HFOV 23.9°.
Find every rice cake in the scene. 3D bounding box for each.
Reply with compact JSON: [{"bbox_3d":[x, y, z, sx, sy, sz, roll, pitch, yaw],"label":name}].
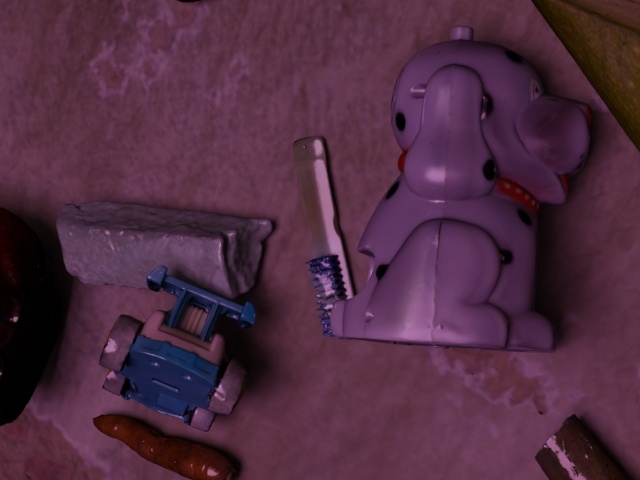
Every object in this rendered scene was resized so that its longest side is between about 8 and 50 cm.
[{"bbox_3d":[-0.144,0.009,1.357,0.206,0.063,0.069,8,119,26],"label":"rice cake"}]

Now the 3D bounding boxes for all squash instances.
[{"bbox_3d":[0.237,-0.157,1.086,0.252,0.093,0.169,56,135,11],"label":"squash"}]

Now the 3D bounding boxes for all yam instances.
[{"bbox_3d":[0.224,0.202,1.185,0.054,0.054,0.132,-46,73,26],"label":"yam"}]

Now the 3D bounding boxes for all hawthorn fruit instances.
[{"bbox_3d":[-0.367,0.062,1.422,0.250,0.215,0.215,5,99,36],"label":"hawthorn fruit"}]

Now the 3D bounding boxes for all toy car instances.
[{"bbox_3d":[-0.122,0.101,1.336,0.126,0.161,0.098,23,68,0],"label":"toy car"}]

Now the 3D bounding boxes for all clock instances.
[{"bbox_3d":[0.113,-0.038,1.167,0.189,0.189,0.254,7,84,28],"label":"clock"}]

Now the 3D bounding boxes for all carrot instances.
[{"bbox_3d":[-0.146,0.193,1.402,0.165,0.036,0.035,16,104,29],"label":"carrot"}]

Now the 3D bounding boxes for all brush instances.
[{"bbox_3d":[0.000,0.000,1.298,0.033,0.030,0.178,-11,92,40],"label":"brush"}]

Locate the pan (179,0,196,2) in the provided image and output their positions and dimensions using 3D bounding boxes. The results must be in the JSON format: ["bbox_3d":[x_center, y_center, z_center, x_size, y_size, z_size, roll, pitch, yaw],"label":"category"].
[{"bbox_3d":[-0.083,-0.290,1.300,0.212,0.040,0.115,-36,84,28],"label":"pan"}]
